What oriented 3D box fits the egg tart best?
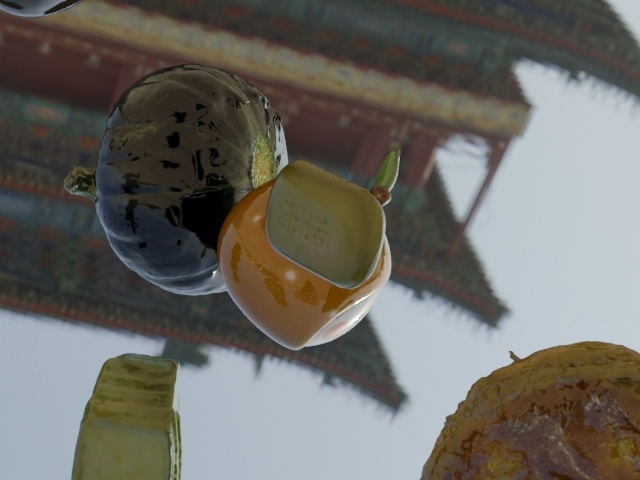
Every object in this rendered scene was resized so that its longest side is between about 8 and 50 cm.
[{"bbox_3d":[0.279,0.262,1.757,0.339,0.351,0.153,61,-167,4],"label":"egg tart"}]

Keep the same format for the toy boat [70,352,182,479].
[{"bbox_3d":[-0.195,0.251,1.699,0.111,0.276,0.084,7,177,1],"label":"toy boat"}]

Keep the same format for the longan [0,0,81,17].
[{"bbox_3d":[-0.279,-0.342,1.658,0.248,0.248,0.248,16,-150,-10],"label":"longan"}]

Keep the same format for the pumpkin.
[{"bbox_3d":[-0.184,-0.074,2.179,0.296,0.296,0.296,16,-150,-10],"label":"pumpkin"}]

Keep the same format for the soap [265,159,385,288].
[{"bbox_3d":[0.000,-0.015,1.450,0.045,0.089,0.140,-4,-158,-40],"label":"soap"}]

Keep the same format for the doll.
[{"bbox_3d":[0.000,0.000,1.956,0.213,0.236,0.213,37,-157,-19],"label":"doll"}]
